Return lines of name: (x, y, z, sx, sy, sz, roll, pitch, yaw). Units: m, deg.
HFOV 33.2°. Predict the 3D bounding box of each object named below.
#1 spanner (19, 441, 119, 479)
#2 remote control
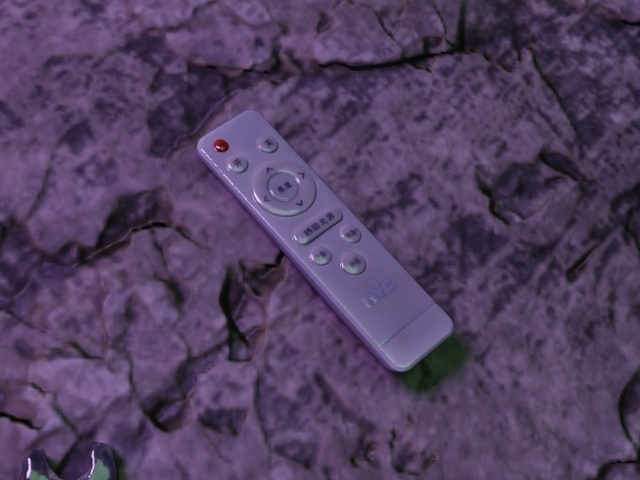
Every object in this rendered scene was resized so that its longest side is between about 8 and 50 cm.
spanner: (-0.077, 0.210, 0.522, 0.054, 0.015, 0.254, -24, 76, -23)
remote control: (0.000, 0.000, 0.630, 0.050, 0.027, 0.184, -35, 76, -27)
